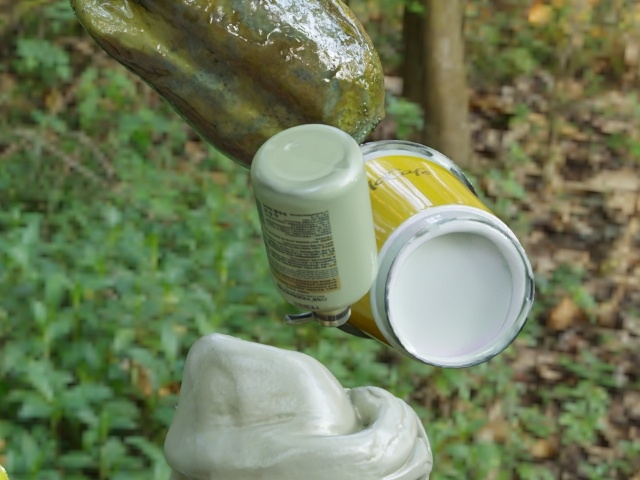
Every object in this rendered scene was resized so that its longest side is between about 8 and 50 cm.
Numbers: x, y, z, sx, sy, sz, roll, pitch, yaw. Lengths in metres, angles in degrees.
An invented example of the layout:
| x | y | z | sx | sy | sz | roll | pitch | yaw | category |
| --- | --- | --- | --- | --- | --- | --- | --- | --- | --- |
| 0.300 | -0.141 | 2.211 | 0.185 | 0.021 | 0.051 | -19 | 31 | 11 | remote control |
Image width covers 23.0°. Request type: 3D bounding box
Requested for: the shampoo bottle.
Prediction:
| x | y | z | sx | sy | sz | roll | pitch | yaw | category |
| --- | --- | --- | --- | --- | --- | --- | --- | --- | --- |
| 0.000 | 0.000 | 1.113 | 0.079 | 0.162 | 0.079 | -5 | 44 | 5 | shampoo bottle |

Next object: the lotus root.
| x | y | z | sx | sy | sz | roll | pitch | yaw | category |
| --- | --- | --- | --- | --- | --- | --- | --- | --- | --- |
| -0.066 | -0.160 | 1.231 | 0.275 | 0.152 | 0.160 | 40 | 18 | -13 | lotus root |

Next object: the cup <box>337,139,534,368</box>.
| x | y | z | sx | sy | sz | roll | pitch | yaw | category |
| --- | --- | --- | --- | --- | --- | --- | --- | --- | --- |
| 0.084 | 0.017 | 1.422 | 0.196 | 0.196 | 0.280 | 1 | 11 | -12 | cup |

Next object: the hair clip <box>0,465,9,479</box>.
| x | y | z | sx | sy | sz | roll | pitch | yaw | category |
| --- | --- | --- | --- | --- | --- | --- | --- | --- | --- |
| -0.286 | 0.144 | 1.119 | 0.173 | 0.072 | 0.046 | 49 | 18 | 3 | hair clip |

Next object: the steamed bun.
| x | y | z | sx | sy | sz | roll | pitch | yaw | category |
| --- | --- | --- | --- | --- | --- | --- | --- | --- | --- |
| -0.046 | 0.307 | 1.989 | 0.342 | 0.255 | 0.367 | 18 | -24 | 5 | steamed bun |
